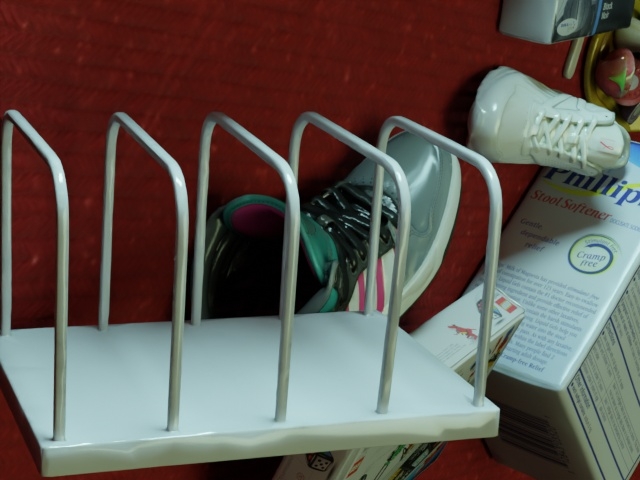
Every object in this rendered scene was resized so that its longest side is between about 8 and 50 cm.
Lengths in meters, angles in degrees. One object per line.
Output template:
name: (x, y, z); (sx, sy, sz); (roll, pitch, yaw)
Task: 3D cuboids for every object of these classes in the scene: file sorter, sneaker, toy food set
file sorter: (-0.048, 0.018, 0.910); (0.278, 0.193, 0.173); (-2, 107, -21)
sneaker: (0.224, -0.106, 1.393); (0.232, 0.115, 0.090); (-4, 110, -54)
sneaker: (0.000, 0.000, 1.138); (0.295, 0.124, 0.178); (-56, 154, -17)
toy food set: (0.336, -0.184, 1.553); (0.218, 0.071, 0.128); (25, 86, -56)

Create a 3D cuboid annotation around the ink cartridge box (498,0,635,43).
ink cartridge box: (0.251, -0.352, 1.354); (0.165, 0.065, 0.332); (-19, 121, -49)

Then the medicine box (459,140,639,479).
medicine box: (0.281, 0.082, 1.543); (0.289, 0.149, 0.263); (-56, 144, -21)

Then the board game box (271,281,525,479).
board game box: (0.054, 0.163, 1.262); (0.305, 0.053, 0.193); (-27, 150, -56)
